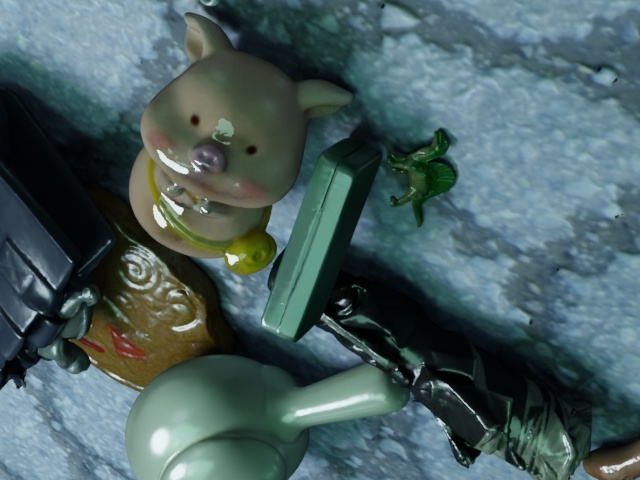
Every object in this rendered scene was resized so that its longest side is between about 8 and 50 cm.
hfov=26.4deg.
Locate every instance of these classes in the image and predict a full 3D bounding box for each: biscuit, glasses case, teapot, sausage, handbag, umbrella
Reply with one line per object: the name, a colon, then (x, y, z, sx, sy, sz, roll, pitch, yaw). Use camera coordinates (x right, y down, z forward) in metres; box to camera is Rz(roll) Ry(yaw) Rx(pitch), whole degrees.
biscuit: (-0.228, 0.069, 1.544, 0.257, 0.049, 0.273, -23, 116, 44)
glasses case: (0.000, 0.000, 1.249, 0.039, 0.078, 0.184, 25, 114, 12)
teapot: (-0.076, 0.194, 1.479, 0.220, 0.149, 0.318, 15, 130, -29)
sausage: (0.323, 0.198, 1.313, 0.043, 0.043, 0.186, 41, 139, -9)
handbag: (-0.342, 0.024, 1.462, 0.269, 0.118, 0.325, 52, 136, 9)
umbrella: (0.098, 0.126, 1.340, 0.358, 0.106, 0.113, 33, 143, 1)

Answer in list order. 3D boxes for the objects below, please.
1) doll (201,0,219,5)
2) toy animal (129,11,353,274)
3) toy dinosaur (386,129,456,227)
doll: (-0.038, -0.266, 1.069, 0.102, 0.075, 0.227, 50, 129, 7)
toy animal: (-0.095, -0.066, 1.251, 0.165, 0.149, 0.248, 22, 134, -11)
toy dinosaur: (0.093, -0.050, 1.233, 0.060, 0.029, 0.119, 1, 134, 13)
